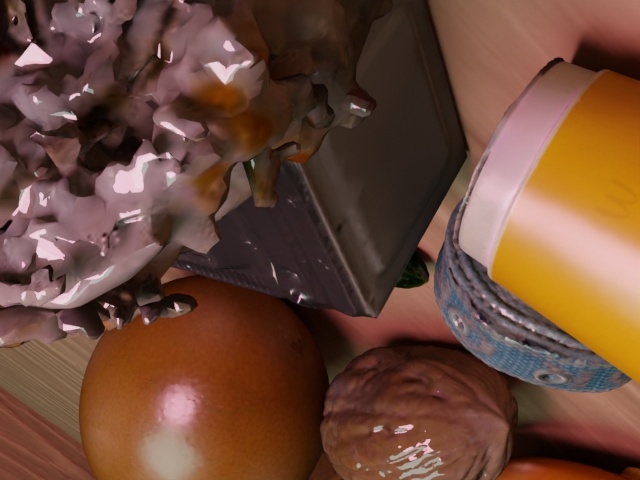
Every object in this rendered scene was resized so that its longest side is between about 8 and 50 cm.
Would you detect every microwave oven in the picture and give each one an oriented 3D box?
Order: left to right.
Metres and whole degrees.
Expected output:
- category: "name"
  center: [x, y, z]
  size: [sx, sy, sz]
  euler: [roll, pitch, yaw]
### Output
- category: "microwave oven"
  center: [-0.082, -0.087, 0.633]
  size: [0.295, 0.181, 0.237]
  euler: [13, 147, 31]

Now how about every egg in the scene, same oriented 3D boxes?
- category: "egg"
  center: [-0.128, 0.186, 1.031]
  size: [0.282, 0.283, 0.351]
  euler: [28, 142, 7]

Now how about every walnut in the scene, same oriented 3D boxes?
- category: "walnut"
  center: [0.101, 0.185, 0.915]
  size: [0.178, 0.178, 0.230]
  euler: [44, 149, -22]

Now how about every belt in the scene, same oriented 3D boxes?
- category: "belt"
  center: [0.161, 0.032, 0.631]
  size: [0.163, 0.147, 0.082]
  euler: [53, 164, 22]

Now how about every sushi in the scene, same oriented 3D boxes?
- category: "sushi"
  center: [-0.144, -0.136, 0.430]
  size: [0.417, 0.418, 0.176]
  euler: [12, -177, 33]

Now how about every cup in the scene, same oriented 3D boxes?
- category: "cup"
  center: [0.225, 0.015, 0.500]
  size: [0.279, 0.196, 0.196]
  euler: [32, 154, 19]

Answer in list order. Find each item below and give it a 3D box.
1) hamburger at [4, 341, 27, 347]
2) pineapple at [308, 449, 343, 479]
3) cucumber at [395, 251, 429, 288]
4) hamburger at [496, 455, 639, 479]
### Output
- category: "hamburger"
  center: [-0.463, 0.024, 1.199]
  size: [0.260, 0.211, 0.245]
  euler: [29, 159, -6]
- category: "pineapple"
  center: [0.060, 0.415, 1.416]
  size: [0.248, 0.128, 0.128]
  euler: [40, 152, -31]
- category: "cucumber"
  center: [0.000, 0.000, 0.839]
  size: [0.214, 0.052, 0.058]
  euler: [20, 171, 20]
- category: "hamburger"
  center: [0.301, 0.402, 0.953]
  size: [0.395, 0.277, 0.396]
  euler: [27, 154, 14]
